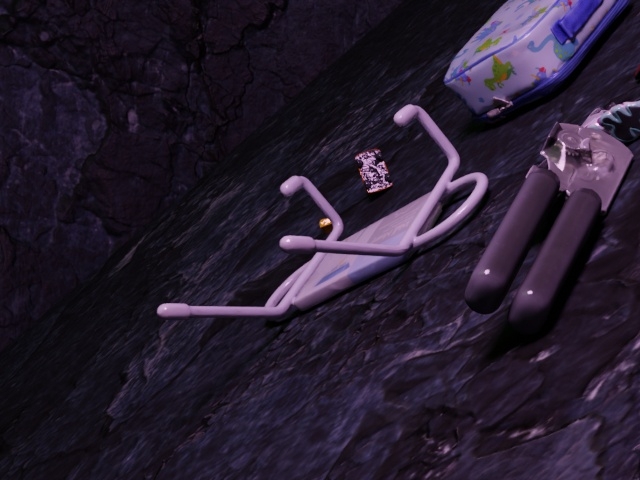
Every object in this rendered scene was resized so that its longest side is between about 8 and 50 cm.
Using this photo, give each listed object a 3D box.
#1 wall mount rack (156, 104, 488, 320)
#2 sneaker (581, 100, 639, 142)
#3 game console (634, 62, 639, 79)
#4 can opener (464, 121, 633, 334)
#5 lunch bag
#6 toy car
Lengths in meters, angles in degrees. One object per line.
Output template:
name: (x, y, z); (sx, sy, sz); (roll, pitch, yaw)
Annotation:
wall mount rack: (0.000, 0.000, 1.641); (0.350, 0.130, 0.304); (-30, 16, 42)
sneaker: (0.276, -0.114, 1.444); (0.098, 0.038, 0.069); (-30, 16, 36)
game console: (0.392, -0.216, 1.520); (0.124, 0.085, 0.144); (26, 62, 42)
can opener: (0.192, -0.007, 1.297); (0.283, 0.076, 0.095); (-54, -14, -47)
lunch bag: (0.259, -0.240, 1.818); (0.176, 0.090, 0.219); (-26, 18, 51)
toy car: (0.037, -0.061, 1.930); (0.122, 0.060, 0.040); (-35, -20, -9)
